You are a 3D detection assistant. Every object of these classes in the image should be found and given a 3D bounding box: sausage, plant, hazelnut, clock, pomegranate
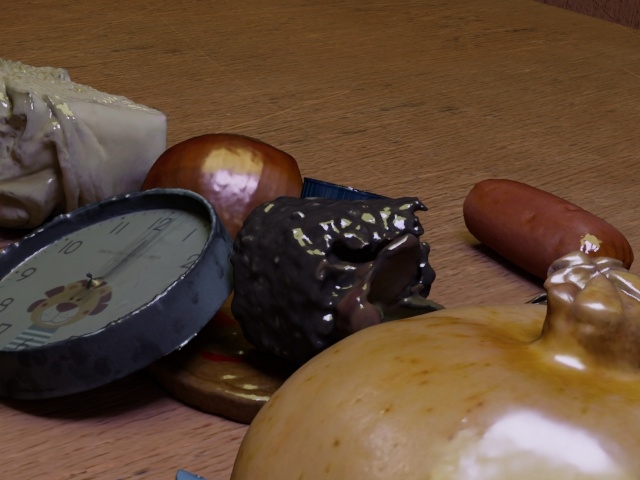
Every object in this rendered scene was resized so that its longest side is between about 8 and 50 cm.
[{"bbox_3d":[0.296,-0.005,1.871,0.114,0.113,0.259,-8,23,-29],"label":"sausage"},{"bbox_3d":[0.029,0.045,1.458,0.234,0.178,0.204,8,11,39],"label":"plant"},{"bbox_3d":[-0.124,-0.038,1.785,0.214,0.176,0.214,-9,48,9],"label":"hazelnut"},{"bbox_3d":[-0.238,0.049,1.524,0.313,0.061,0.312,-16,29,9],"label":"clock"},{"bbox_3d":[0.127,0.202,0.910,0.412,0.411,0.411,4,21,-2],"label":"pomegranate"}]

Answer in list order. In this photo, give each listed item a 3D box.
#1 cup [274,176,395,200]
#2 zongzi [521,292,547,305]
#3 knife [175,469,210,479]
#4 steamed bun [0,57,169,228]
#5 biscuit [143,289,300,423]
[{"bbox_3d":[0.004,0.001,1.719,0.150,0.138,0.113,15,3,15],"label":"cup"},{"bbox_3d":[0.316,0.139,1.522,0.248,0.111,0.241,-5,29,-10],"label":"zongzi"},{"bbox_3d":[-0.026,0.261,1.251,0.313,0.019,0.044,22,20,39],"label":"knife"},{"bbox_3d":[-0.369,-0.117,1.896,0.320,0.206,0.275,22,12,39],"label":"steamed bun"},{"bbox_3d":[-0.068,0.117,1.570,0.273,0.049,0.257,24,28,38],"label":"biscuit"}]
